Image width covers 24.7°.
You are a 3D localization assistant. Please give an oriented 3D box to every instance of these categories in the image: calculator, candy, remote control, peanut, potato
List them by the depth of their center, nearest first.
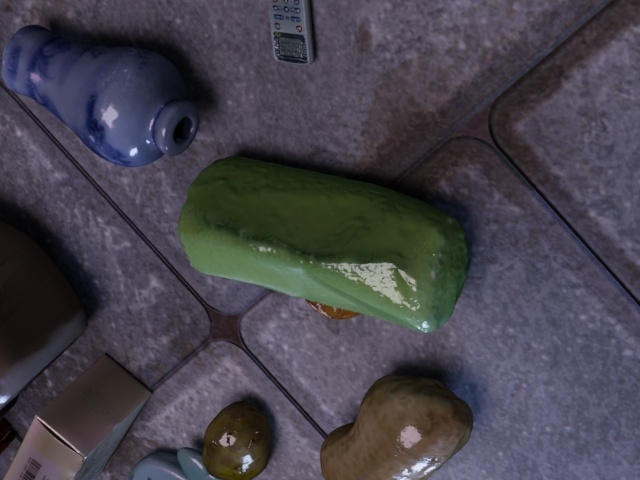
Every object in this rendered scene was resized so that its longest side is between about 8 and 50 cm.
[{"bbox_3d":[-0.034,-0.253,1.615,0.053,0.018,0.124,12,123,27],"label":"remote control"},{"bbox_3d":[0.000,0.000,1.677,0.343,0.142,0.132,15,136,27],"label":"candy"},{"bbox_3d":[0.085,0.245,1.785,0.122,0.137,0.253,12,139,-28],"label":"peanut"},{"bbox_3d":[-0.111,0.276,1.950,0.091,0.070,0.138,1,128,-9],"label":"potato"},{"bbox_3d":[-0.201,0.397,2.106,0.185,0.041,0.299,34,132,10],"label":"calculator"}]

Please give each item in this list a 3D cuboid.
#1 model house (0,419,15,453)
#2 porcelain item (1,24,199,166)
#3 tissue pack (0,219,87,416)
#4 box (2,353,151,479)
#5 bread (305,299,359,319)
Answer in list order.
[{"bbox_3d":[-0.625,0.299,2.234,0.254,0.160,0.196,44,131,4],"label":"model house"},{"bbox_3d":[-0.259,-0.176,1.735,0.259,0.141,0.141,27,129,27],"label":"porcelain item"},{"bbox_3d":[-0.525,0.139,1.997,0.277,0.267,0.387,43,133,-3],"label":"tissue pack"},{"bbox_3d":[-0.348,0.287,2.045,0.095,0.168,0.212,37,131,5],"label":"box"},{"bbox_3d":[0.017,0.047,1.765,0.110,0.024,0.110,15,124,22],"label":"bread"}]
